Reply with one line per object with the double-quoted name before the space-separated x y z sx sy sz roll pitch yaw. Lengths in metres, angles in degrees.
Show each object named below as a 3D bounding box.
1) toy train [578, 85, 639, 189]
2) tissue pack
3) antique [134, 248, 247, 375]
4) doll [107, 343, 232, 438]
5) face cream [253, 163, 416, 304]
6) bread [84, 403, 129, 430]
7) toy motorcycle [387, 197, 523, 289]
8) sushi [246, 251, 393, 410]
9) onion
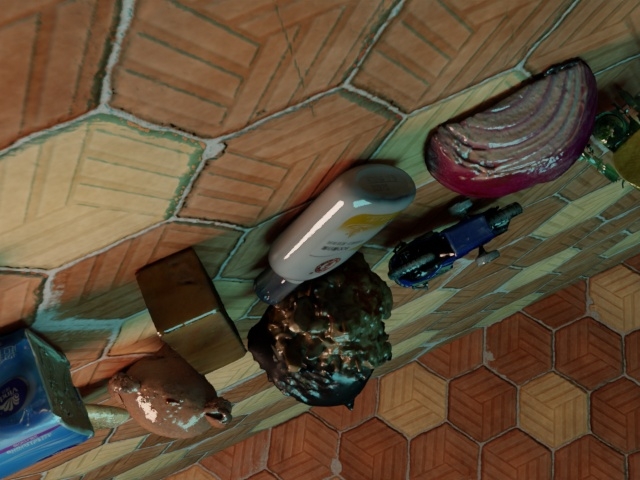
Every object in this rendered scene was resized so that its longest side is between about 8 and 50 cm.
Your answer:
"toy train" 0.496 -0.121 1.149 0.126 0.189 0.307 -37 159 24
"tissue pack" -0.455 0.239 0.946 0.264 0.146 0.198 -23 162 -10
"antique" -0.176 0.115 1.056 0.088 0.093 0.310 -24 161 -6
"doll" -0.266 0.250 1.275 0.201 0.156 0.303 24 165 -16
"face cream" 0.000 0.000 1.015 0.144 0.071 0.291 -6 153 -45
"bread" -0.441 0.314 1.271 0.193 0.036 0.112 -16 150 19
"toy motorcycle" 0.220 0.010 1.281 0.315 0.113 0.169 -24 173 -30
"sushi" 0.024 0.139 1.179 0.225 0.238 0.218 29 123 -24
"onion" 0.281 -0.116 1.018 0.250 0.111 0.247 -29 159 3
